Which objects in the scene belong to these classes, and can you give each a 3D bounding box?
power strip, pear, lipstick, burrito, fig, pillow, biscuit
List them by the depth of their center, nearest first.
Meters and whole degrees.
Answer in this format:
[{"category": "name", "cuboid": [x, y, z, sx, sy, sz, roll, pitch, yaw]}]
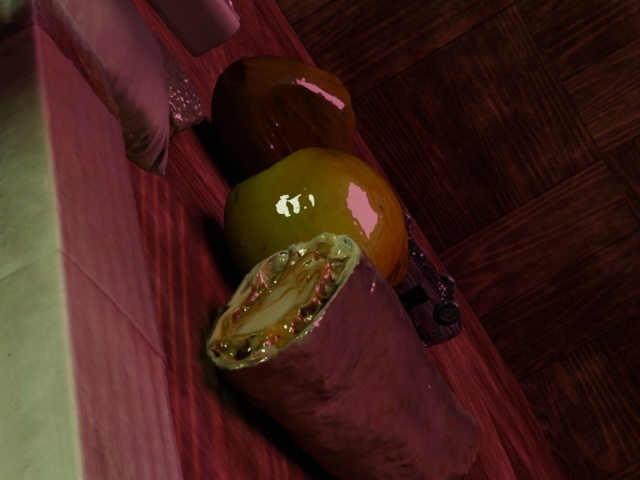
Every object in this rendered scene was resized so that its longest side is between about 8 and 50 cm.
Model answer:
[{"category": "lipstick", "cuboid": [-0.123, 0.007, 0.538, 0.080, 0.076, 0.371, 55, 8, -38]}, {"category": "pillow", "cuboid": [-0.175, -0.160, 0.813, 0.254, 0.078, 0.144, 49, 13, -50]}, {"category": "burrito", "cuboid": [0.023, 0.100, 0.944, 0.299, 0.105, 0.143, 52, 41, -47]}, {"category": "biscuit", "cuboid": [-0.176, -0.192, 1.043, 0.250, 0.046, 0.147, 59, 8, -5]}, {"category": "power strip", "cuboid": [-0.162, -0.273, 1.045, 0.338, 0.058, 0.098, 51, 11, -55]}, {"category": "pear", "cuboid": [0.000, 0.000, 1.059, 0.162, 0.149, 0.149, 52, 7, 5]}, {"category": "fig", "cuboid": [-0.041, -0.119, 1.278, 0.154, 0.144, 0.166, 49, 10, 34]}]

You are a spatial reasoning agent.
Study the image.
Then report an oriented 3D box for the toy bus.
[{"category": "toy bus", "cuboid": [0.102, 0.051, 1.665, 0.199, 0.108, 0.096, 54, 14, -19]}]
